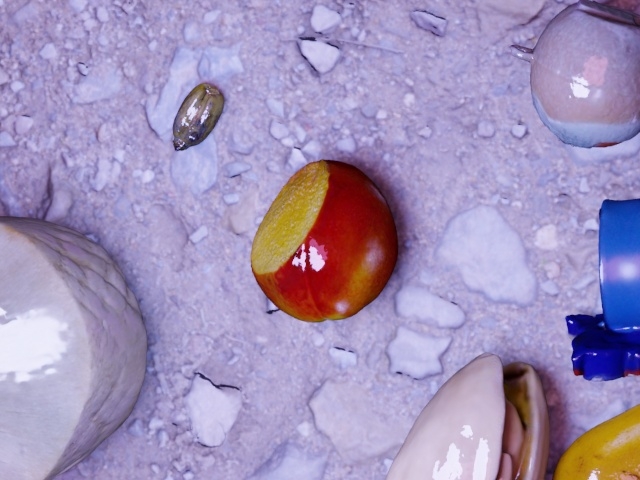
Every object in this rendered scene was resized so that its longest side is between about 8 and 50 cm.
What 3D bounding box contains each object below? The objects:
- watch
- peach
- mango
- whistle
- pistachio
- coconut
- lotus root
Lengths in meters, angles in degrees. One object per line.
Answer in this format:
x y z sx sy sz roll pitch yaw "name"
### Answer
0.375 0.049 1.821 0.171 0.196 0.200 -2 99 7 "watch"
0.000 0.000 1.930 0.190 0.190 0.192 -17 106 16 "peach"
0.375 0.278 1.866 0.219 0.112 0.145 -45 77 9 "mango"
0.389 -0.175 1.829 0.348 0.189 0.189 13 96 2 "whistle"
0.177 0.291 1.894 0.193 0.214 0.318 23 88 -29 "pistachio"
-0.430 0.137 1.946 0.415 0.415 0.344 4 95 16 "coconut"
-0.165 -0.160 2.043 0.054 0.049 0.099 32 100 5 "lotus root"
